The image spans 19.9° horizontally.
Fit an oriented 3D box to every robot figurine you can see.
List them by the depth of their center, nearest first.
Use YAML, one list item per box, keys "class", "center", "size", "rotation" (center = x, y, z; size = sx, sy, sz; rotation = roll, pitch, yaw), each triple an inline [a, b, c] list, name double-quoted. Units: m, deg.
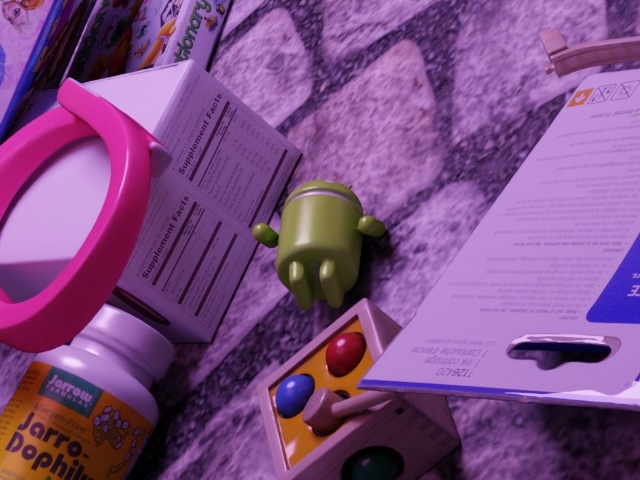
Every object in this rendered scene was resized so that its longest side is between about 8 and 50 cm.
- class: "robot figurine"
  center: [0.000, 0.000, 1.455]
  size: [0.101, 0.067, 0.115]
  rotation: [-6, 47, 14]

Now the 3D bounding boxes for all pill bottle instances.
- class: "pill bottle"
  center: [-0.205, 0.160, 1.503]
  size: [0.117, 0.117, 0.208]
  rotation: [5, 61, 54]

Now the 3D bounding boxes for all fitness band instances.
- class: "fitness band"
  center: [-0.222, -0.021, 1.505]
  size: [0.209, 0.054, 0.291]
  rotation: [-55, 32, 1]

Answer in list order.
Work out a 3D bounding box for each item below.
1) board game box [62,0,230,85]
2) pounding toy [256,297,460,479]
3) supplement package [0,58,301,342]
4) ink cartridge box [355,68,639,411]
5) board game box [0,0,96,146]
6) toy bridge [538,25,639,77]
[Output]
- class: "board game box"
  center: [-0.179, -0.222, 1.924]
  size: [0.193, 0.053, 0.305]
  rotation: [-19, 44, 42]
- class: "pounding toy"
  center: [0.025, 0.118, 1.269]
  size: [0.130, 0.100, 0.141]
  rotation: [-40, 34, 17]
- class: "supplement package"
  center: [-0.184, -0.028, 1.645]
  size: [0.262, 0.145, 0.204]
  rotation: [-4, 54, 51]
- class: "ink cartridge box"
  center: [0.215, 0.004, 1.128]
  size: [0.303, 0.072, 0.307]
  rotation: [0, 47, 50]
- class: "board game box"
  center: [-0.304, -0.169, 1.820]
  size: [0.318, 0.066, 0.318]
  rotation: [-63, 4, 19]
- class: "toy bridge"
  center: [0.245, -0.158, 1.292]
  size: [0.188, 0.026, 0.063]
  rotation: [-24, 37, 7]
